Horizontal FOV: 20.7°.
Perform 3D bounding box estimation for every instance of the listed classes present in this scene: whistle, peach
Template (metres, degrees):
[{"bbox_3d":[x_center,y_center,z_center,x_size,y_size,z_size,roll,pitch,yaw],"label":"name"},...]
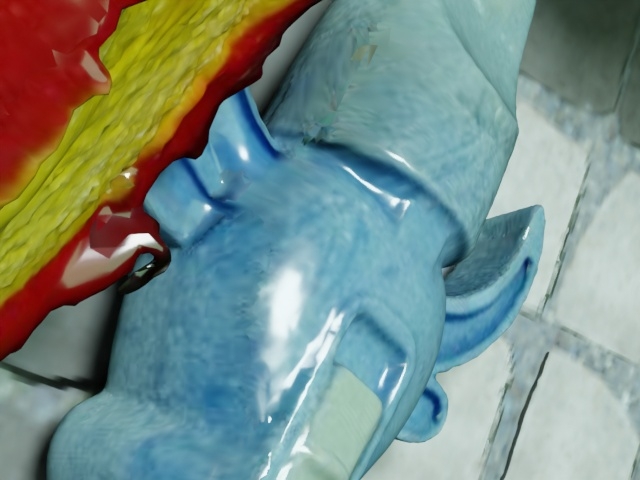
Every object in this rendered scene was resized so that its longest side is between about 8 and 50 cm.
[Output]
[{"bbox_3d":[0.000,0.000,0.536,0.180,0.093,0.269,46,61,-37],"label":"whistle"},{"bbox_3d":[-0.066,-0.072,0.395,0.196,0.190,0.226,2,84,-37],"label":"peach"}]
